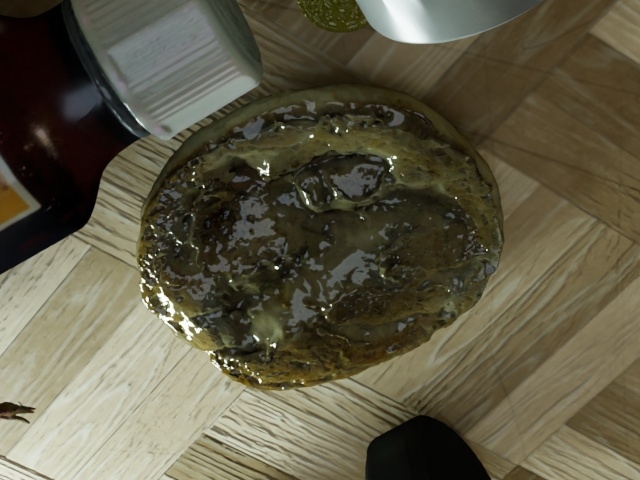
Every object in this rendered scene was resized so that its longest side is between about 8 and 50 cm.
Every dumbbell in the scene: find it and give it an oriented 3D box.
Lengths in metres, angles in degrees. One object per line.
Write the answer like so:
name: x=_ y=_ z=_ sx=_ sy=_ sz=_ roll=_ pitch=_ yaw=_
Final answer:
dumbbell: x=0.034 y=0.355 z=1.987 sx=0.322 sy=0.204 sz=0.204 roll=-30 pitch=124 yaw=21

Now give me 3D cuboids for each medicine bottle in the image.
medicine bottle: x=-0.251 y=-0.121 z=1.582 sx=0.395 sy=0.242 sz=0.242 roll=-27 pitch=126 yaw=5

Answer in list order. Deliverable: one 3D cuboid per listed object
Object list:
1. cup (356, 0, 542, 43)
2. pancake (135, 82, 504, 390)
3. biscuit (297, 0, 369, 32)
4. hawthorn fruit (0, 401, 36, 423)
cup: x=0.098 y=-0.378 z=1.390 sx=0.323 sy=0.237 sz=0.327 roll=-39 pitch=125 yaw=-8
pancake: x=0.000 y=-0.001 z=1.771 sx=0.387 sy=0.082 sz=0.387 roll=-3 pitch=127 yaw=-3
biscuit: x=0.019 y=-0.233 z=1.620 sx=0.084 sy=0.023 sz=0.084 roll=-1 pitch=131 yaw=-1
hawthorn fruit: x=-0.443 y=0.167 z=1.800 sx=0.307 sy=0.276 sz=0.276 roll=17 pitch=128 yaw=-32
